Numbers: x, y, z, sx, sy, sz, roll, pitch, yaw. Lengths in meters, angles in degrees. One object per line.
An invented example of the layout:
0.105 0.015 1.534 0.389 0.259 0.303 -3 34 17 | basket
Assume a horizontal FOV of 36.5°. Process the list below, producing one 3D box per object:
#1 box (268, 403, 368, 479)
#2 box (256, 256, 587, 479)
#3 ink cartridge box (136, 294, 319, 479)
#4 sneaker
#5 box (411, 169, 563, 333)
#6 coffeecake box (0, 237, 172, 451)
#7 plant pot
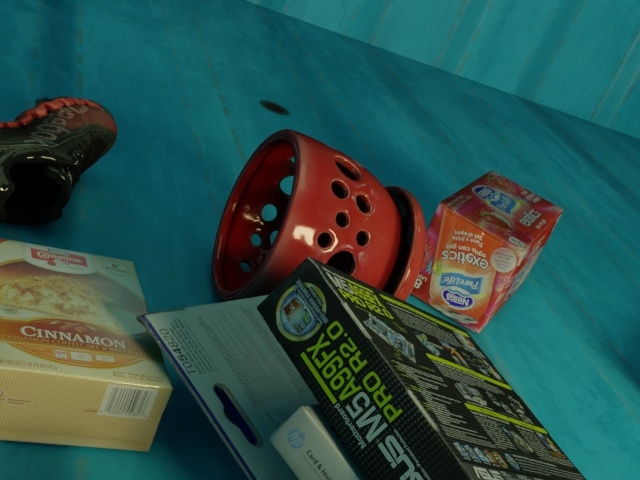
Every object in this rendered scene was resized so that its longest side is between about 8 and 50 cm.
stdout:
0.057 0.181 0.704 0.145 0.038 0.186 50 16 22 | box
0.096 0.136 0.740 0.270 0.060 0.216 27 21 -54 | box
-0.024 0.141 0.809 0.224 0.045 0.223 -4 48 -51 | ink cartridge box
-0.291 -0.081 1.022 0.135 0.097 0.276 31 26 16 | sneaker
0.218 0.007 1.285 0.122 0.128 0.257 30 24 15 | box
-0.213 0.080 0.785 0.142 0.068 0.185 11 26 -27 | coffeecake box
0.000 0.000 1.022 0.174 0.191 0.191 21 22 -27 | plant pot
